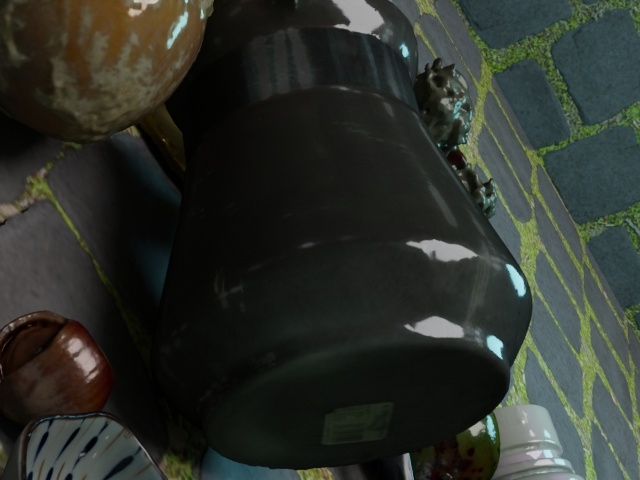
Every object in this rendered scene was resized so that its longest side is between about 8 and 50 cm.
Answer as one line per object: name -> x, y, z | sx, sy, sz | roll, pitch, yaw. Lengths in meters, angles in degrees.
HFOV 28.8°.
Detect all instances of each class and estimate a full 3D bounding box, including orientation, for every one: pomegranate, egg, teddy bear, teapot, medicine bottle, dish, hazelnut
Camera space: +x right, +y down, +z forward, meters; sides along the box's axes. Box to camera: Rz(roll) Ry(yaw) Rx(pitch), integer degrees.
pomegranate -> 0.117, 0.200, 1.343 | 0.148, 0.148, 0.169 | 36, 22, -52
egg -> -0.184, -0.187, 0.975 | 0.203, 0.203, 0.245 | 44, 34, -42
teddy bear -> 0.063, -0.190, 1.600 | 0.357, 0.224, 0.368 | 56, 14, -62
teapot -> 0.000, 0.000, 1.077 | 0.376, 0.305, 0.362 | 95, -12, -59
medicine bottle -> 0.241, 0.347, 1.417 | 0.170, 0.170, 0.293 | 34, 34, -54
dish -> -0.149, 0.201, 0.778 | 0.191, 0.066, 0.191 | 51, 21, -29
hazelnut -> -0.181, 0.090, 0.831 | 0.086, 0.086, 0.086 | 51, 23, -32

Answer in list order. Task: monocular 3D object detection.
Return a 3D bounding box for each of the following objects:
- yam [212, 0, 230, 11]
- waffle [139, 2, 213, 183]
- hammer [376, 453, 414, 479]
yam -> -0.080, -0.208, 1.306 | 0.054, 0.054, 0.132 | 36, 33, -52
waffle -> -0.121, -0.161, 1.307 | 0.168, 0.057, 0.274 | 57, 20, -19
hammer -> 0.094, 0.291, 1.226 | 0.037, 0.137, 0.290 | 103, -26, -78
